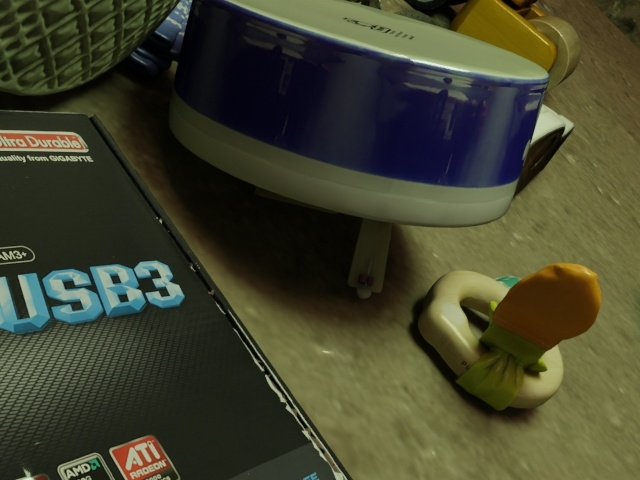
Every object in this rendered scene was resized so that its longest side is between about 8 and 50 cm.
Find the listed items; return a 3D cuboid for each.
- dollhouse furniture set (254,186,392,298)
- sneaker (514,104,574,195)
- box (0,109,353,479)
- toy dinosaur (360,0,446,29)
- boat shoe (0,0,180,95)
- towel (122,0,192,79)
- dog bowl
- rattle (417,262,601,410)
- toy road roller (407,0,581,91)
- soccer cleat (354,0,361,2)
[{"bbox_3d":[0.000,0.000,0.643,0.114,0.091,0.081,13,76,-4],"label":"dollhouse furniture set"},{"bbox_3d":[0.215,-0.128,0.990,0.123,0.106,0.290,39,19,10],"label":"sneaker"},{"bbox_3d":[-0.144,0.067,0.321,0.295,0.073,0.293,-7,54,-54],"label":"box"},{"bbox_3d":[0.113,-0.202,0.940,0.313,0.121,0.160,-20,78,-53],"label":"toy dinosaur"},{"bbox_3d":[-0.197,-0.170,0.391,0.156,0.187,0.500,47,24,6],"label":"boat shoe"},{"bbox_3d":[-0.217,-0.274,0.743,0.243,0.040,0.336,27,31,-19],"label":"towel"},{"bbox_3d":[0.027,-0.109,0.624,0.265,0.104,0.265,13,20,-5],"label":"dog bowl"},{"bbox_3d":[0.173,0.037,0.670,0.130,0.142,0.200,34,30,28],"label":"rattle"},{"bbox_3d":[0.306,-0.411,1.321,0.329,0.240,0.202,44,30,6],"label":"toy road roller"},{"bbox_3d":[0.028,-0.343,1.059,0.121,0.093,0.289,44,29,-9],"label":"soccer cleat"}]
